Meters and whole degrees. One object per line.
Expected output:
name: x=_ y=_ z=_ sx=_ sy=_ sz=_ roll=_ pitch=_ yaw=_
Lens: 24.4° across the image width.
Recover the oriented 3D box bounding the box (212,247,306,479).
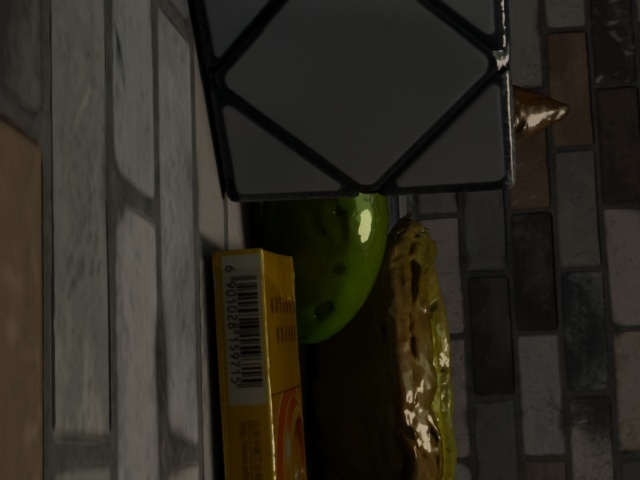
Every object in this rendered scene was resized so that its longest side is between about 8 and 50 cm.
box: x=-0.037 y=0.142 z=1.016 sx=0.152 sy=0.044 sz=0.269 roll=23 pitch=64 yaw=-82

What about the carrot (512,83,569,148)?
carrot: x=0.087 y=-0.103 z=1.277 sx=0.102 sy=0.263 sz=0.101 roll=176 pitch=-90 yaw=-86

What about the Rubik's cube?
Rubik's cube: x=0.030 y=-0.165 z=1.044 sx=0.205 sy=0.207 sz=0.205 roll=-80 pitch=166 yaw=-57

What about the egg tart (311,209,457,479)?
egg tart: x=0.061 y=0.142 z=1.446 sx=0.345 sy=0.133 sz=0.345 roll=-3 pitch=90 yaw=-84

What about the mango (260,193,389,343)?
mango: x=0.001 y=0.000 z=1.151 sx=0.119 sy=0.100 sz=0.178 roll=-102 pitch=-163 yaw=-61
